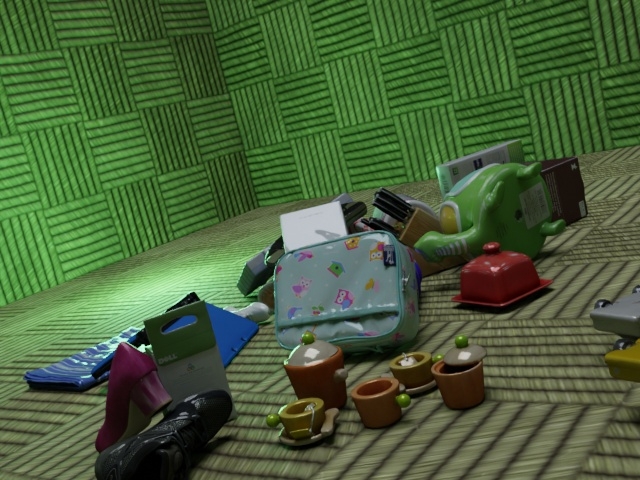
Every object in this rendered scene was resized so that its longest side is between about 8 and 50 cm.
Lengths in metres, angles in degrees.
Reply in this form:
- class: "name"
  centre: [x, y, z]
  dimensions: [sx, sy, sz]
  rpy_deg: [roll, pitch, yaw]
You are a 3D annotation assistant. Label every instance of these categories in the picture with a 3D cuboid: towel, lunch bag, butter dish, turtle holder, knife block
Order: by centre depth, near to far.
- class: "lunch bag"
  centre: [0.049, 0.109, 1.467]
  dimensions: [0.279, 0.224, 0.108]
  rpy_deg: [-12, -28, 24]
- class: "butter dish"
  centre: [0.354, 0.061, 1.561]
  dimensions: [0.160, 0.118, 0.160]
  rpy_deg: [-20, 10, -30]
- class: "turtle holder"
  centre: [0.384, -0.033, 1.801]
  dimensions: [0.227, 0.243, 0.320]
  rpy_deg: [3, 56, 55]
- class: "towel"
  centre: [-0.505, 0.272, 1.852]
  dimensions: [0.243, 0.040, 0.336]
  rpy_deg: [-5, 13, 39]
- class: "knife block"
  centre: [0.244, -0.038, 1.925]
  dimensions: [0.276, 0.242, 0.088]
  rpy_deg: [-17, 11, -15]

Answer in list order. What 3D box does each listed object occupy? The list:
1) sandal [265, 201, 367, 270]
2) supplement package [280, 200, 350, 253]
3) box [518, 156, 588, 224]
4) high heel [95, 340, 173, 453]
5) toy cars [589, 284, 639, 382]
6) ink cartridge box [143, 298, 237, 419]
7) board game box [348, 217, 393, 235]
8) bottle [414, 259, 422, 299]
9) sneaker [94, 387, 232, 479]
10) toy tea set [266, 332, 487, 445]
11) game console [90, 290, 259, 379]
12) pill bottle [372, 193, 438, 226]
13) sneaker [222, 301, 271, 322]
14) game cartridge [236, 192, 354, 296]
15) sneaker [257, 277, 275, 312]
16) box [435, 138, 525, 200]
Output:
- class: "sandal"
  centre: [0.002, 0.000, 1.933]
  dimensions: [0.303, 0.086, 0.120]
  rpy_deg: [-30, 26, -22]
- class: "supplement package"
  centre: [0.011, 0.049, 1.713]
  dimensions: [0.139, 0.134, 0.244]
  rpy_deg: [-14, -36, 5]
- class: "box"
  centre: [0.591, -0.124, 2.135]
  dimensions: [0.167, 0.168, 0.203]
  rpy_deg: [-21, 11, -35]
- class: "high heel"
  centre: [-0.321, 0.253, 1.226]
  dimensions: [0.082, 0.117, 0.244]
  rpy_deg: [-29, -11, -42]
- class: "toy cars"
  centre: [0.468, 0.139, 1.060]
  dimensions: [0.176, 0.087, 0.394]
  rpy_deg: [-6, 8, 15]
- class: "ink cartridge box"
  centre: [-0.220, 0.208, 1.277]
  dimensions: [0.109, 0.209, 0.062]
  rpy_deg: [-18, 11, -23]
- class: "board game box"
  centre: [0.150, 0.002, 2.030]
  dimensions: [0.193, 0.045, 0.146]
  rpy_deg: [14, 26, -15]
- class: "bottle"
  centre: [0.164, 0.095, 1.650]
  dimensions: [0.092, 0.118, 0.283]
  rpy_deg: [-12, 9, 15]
- class: "sneaker"
  centre: [-0.201, 0.296, 1.128]
  dimensions: [0.227, 0.087, 0.130]
  rpy_deg: [-25, 16, -37]
- class: "toy tea set"
  centre: [0.080, 0.193, 1.173]
  dimensions: [0.336, 0.124, 0.200]
  rpy_deg: [-14, 9, 5]
- class: "game console"
  centre: [-0.313, 0.239, 1.712]
  dimensions: [0.250, 0.173, 0.293]
  rpy_deg: [-38, 2, 17]
- class: "pill bottle"
  centre: [0.238, -0.052, 2.262]
  dimensions: [0.160, 0.160, 0.283]
  rpy_deg: [-15, 10, -3]
- class: "sneaker"
  centre: [-0.184, 0.188, 1.858]
  dimensions: [0.152, 0.053, 0.061]
  rpy_deg: [-12, 24, 30]
- class: "game cartridge"
  centre: [-0.069, 0.015, 2.155]
  dimensions: [0.355, 0.068, 0.230]
  rpy_deg: [-36, -3, -21]
- class: "sneaker"
  centre: [-0.005, 0.095, 1.932]
  dimensions: [0.302, 0.108, 0.121]
  rpy_deg: [-13, 14, 15]
- class: "box"
  centre: [0.476, -0.140, 2.212]
  dimensions: [0.322, 0.232, 0.058]
  rpy_deg: [-20, 12, -34]
